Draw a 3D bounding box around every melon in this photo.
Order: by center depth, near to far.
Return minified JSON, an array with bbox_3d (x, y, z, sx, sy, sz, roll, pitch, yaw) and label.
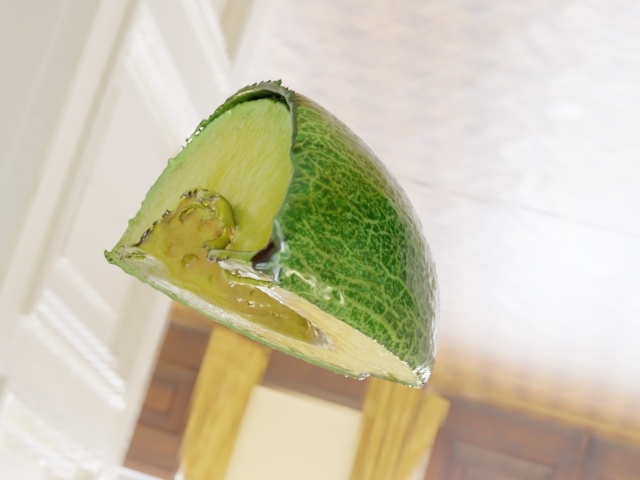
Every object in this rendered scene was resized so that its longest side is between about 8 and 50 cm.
[{"bbox_3d":[0.000,0.000,0.997,0.169,0.129,0.265,32,167,-22],"label":"melon"}]
